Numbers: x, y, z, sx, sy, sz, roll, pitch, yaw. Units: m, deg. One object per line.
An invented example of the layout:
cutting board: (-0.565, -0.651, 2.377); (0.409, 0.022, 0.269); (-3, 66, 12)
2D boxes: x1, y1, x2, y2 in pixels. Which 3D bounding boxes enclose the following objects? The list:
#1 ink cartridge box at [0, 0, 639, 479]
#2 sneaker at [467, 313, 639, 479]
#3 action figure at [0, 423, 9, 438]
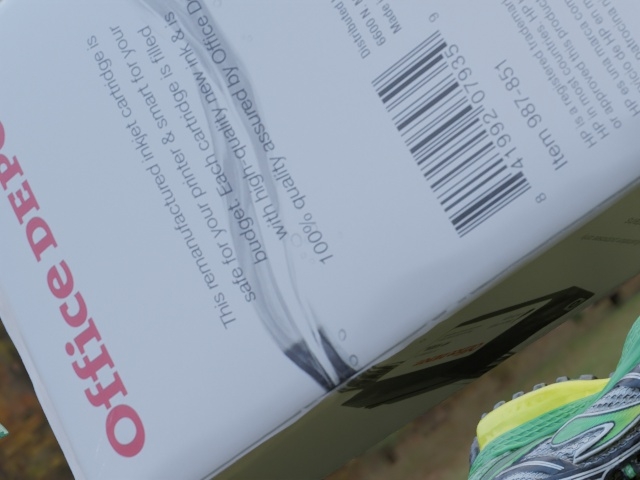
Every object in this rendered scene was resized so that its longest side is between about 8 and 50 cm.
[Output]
ink cartridge box: (0.012, -0.053, 0.672); (0.307, 0.223, 0.129); (-37, -20, 26)
sneaker: (0.213, 0.142, 1.063); (0.343, 0.134, 0.146); (-42, 17, 43)
action figure: (-0.358, 0.158, 1.205); (0.232, 0.137, 0.063); (-26, -46, -35)
